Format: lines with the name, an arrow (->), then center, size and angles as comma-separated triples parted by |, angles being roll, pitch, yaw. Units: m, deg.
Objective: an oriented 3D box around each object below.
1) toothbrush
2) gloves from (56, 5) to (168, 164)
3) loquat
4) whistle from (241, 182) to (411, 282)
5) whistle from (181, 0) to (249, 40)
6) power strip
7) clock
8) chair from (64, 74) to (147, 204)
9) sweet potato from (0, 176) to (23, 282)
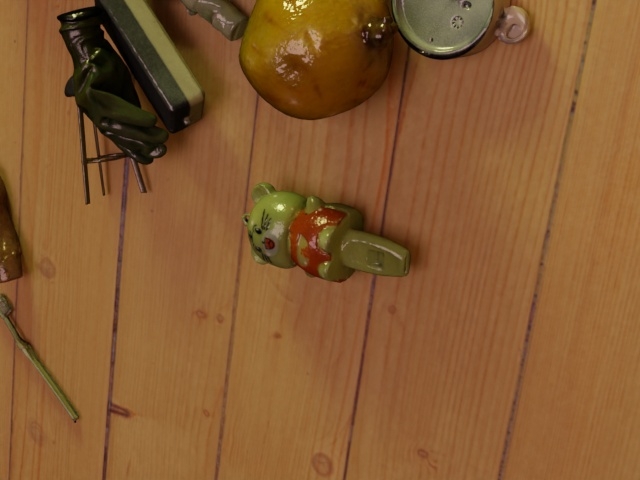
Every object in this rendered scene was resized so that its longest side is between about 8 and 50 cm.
toothbrush -> -0.538, 0.221, 2.097 | 0.028, 0.026, 0.294 | -38, 79, 19
gloves -> -0.329, -0.235, 1.738 | 0.107, 0.135, 0.268 | -23, 107, 16
loquat -> 0.010, -0.265, 1.496 | 0.246, 0.213, 0.213 | 0, 102, 48
whistle -> 0.000, 0.000, 1.632 | 0.288, 0.106, 0.131 | 17, 117, 30
whistle -> -0.209, -0.401, 1.701 | 0.258, 0.067, 0.126 | 43, 138, 13
power strip -> -0.264, -0.288, 1.738 | 0.256, 0.070, 0.105 | 59, 166, 9
clock -> 0.170, -0.317, 1.468 | 0.229, 0.063, 0.155 | 30, 117, 23
chair -> -0.365, -0.176, 1.848 | 0.095, 0.104, 0.221 | 20, 119, 61
sweet potato -> -0.600, -0.062, 2.049 | 0.059, 0.067, 0.281 | -14, 88, -2
